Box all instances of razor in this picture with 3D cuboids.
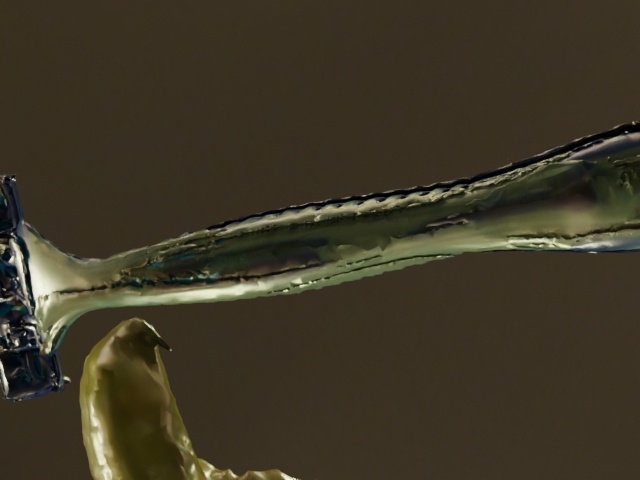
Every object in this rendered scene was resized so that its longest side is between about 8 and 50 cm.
[{"bbox_3d":[-0.006,0.003,0.671,0.324,0.056,0.093,-9,-82,29],"label":"razor"}]

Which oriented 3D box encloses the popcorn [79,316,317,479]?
[{"bbox_3d":[-0.059,0.245,0.967,0.321,0.326,0.290,45,-119,-24],"label":"popcorn"}]
